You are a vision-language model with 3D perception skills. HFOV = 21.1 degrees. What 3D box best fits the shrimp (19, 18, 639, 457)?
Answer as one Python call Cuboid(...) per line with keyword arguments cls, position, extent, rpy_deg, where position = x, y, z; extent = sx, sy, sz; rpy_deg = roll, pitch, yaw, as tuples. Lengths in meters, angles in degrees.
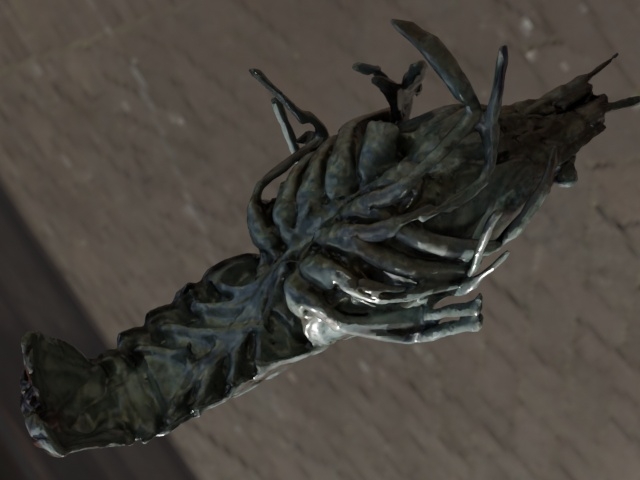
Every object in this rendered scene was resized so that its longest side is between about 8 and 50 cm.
Cuboid(cls="shrimp", position=(0.004, 0.000, 1.027), extent=(0.166, 0.410, 0.221), rpy_deg=(34, -159, -55))
